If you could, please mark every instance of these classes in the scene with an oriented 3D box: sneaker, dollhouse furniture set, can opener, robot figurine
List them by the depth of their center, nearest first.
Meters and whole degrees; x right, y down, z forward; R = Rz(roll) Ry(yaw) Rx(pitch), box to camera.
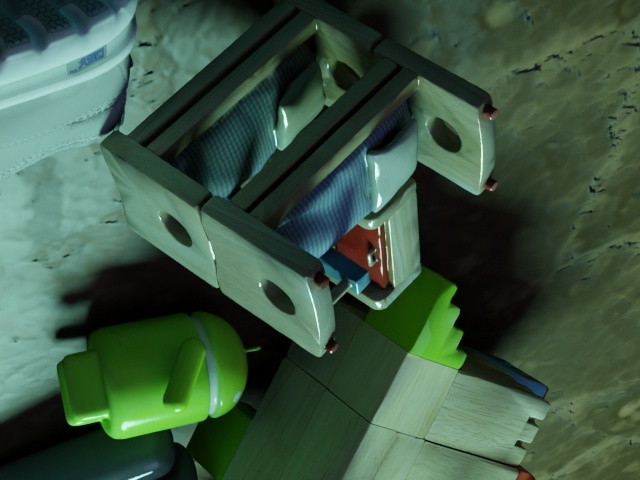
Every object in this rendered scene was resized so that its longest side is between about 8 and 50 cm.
[{"bbox_3d":[-0.204,-0.034,0.587,0.281,0.105,0.115,-18,144,-11],"label":"sneaker"},{"bbox_3d":[0.000,0.000,0.694,0.129,0.129,0.183,-44,151,-23],"label":"dollhouse furniture set"},{"bbox_3d":[-0.095,0.079,0.831,0.115,0.067,0.101,-10,170,-21],"label":"robot figurine"},{"bbox_3d":[-0.214,0.203,0.887,0.283,0.095,0.076,-21,135,5],"label":"can opener"}]

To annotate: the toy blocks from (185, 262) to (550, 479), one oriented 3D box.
[{"bbox_3d":[0.052,0.211,0.948,0.261,0.191,0.381,22,97,-41],"label":"toy blocks"}]
